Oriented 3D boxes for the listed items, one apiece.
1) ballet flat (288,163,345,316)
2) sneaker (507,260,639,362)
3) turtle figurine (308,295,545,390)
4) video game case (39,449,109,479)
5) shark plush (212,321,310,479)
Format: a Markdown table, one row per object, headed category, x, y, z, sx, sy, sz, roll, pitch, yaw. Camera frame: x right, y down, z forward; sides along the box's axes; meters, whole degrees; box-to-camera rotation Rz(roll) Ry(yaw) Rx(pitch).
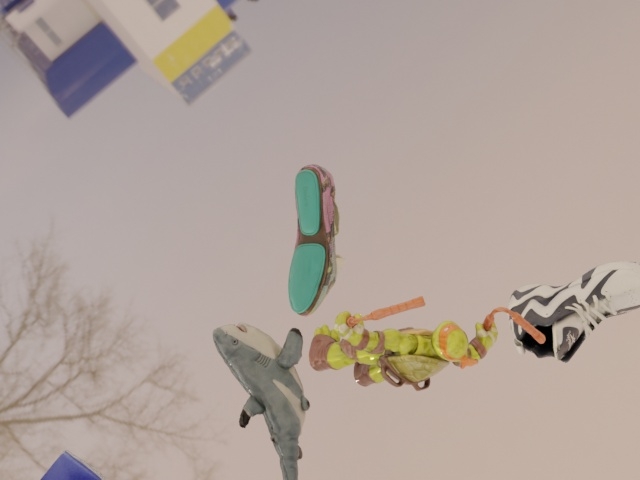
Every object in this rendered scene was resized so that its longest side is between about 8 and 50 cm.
| category | x | y | z | sx | sy | sz | roll | pitch | yaw |
| --- | --- | --- | --- | --- | --- | --- | --- | --- | --- |
| ballet flat | 0.000 | 0.000 | 1.212 | 0.077 | 0.079 | 0.221 | 0 | -92 | 40 |
| sneaker | 0.393 | 0.119 | 1.239 | 0.235 | 0.094 | 0.153 | -9 | -148 | 23 |
| turtle figurine | 0.103 | 0.125 | 0.925 | 0.217 | 0.270 | 0.087 | -20 | -112 | 53 |
| video game case | -0.197 | 0.327 | 0.604 | 0.061 | 0.244 | 0.269 | 21 | -118 | 35 |
| shark plush | -0.053 | 0.153 | 0.763 | 0.067 | 0.161 | 0.073 | -9 | 179 | -37 |
